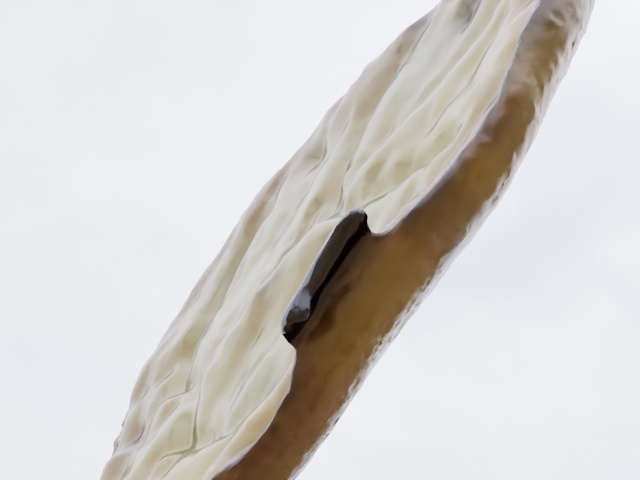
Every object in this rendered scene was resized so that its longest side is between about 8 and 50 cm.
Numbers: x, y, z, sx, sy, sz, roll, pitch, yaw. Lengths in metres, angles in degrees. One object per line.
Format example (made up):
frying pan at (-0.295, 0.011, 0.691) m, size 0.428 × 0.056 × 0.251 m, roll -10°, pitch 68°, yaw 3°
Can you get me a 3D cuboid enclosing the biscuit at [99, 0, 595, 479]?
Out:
biscuit at (0.004, 0.003, 0.487) m, size 0.041 × 0.203 × 0.260 m, roll 37°, pitch -81°, yaw -10°
